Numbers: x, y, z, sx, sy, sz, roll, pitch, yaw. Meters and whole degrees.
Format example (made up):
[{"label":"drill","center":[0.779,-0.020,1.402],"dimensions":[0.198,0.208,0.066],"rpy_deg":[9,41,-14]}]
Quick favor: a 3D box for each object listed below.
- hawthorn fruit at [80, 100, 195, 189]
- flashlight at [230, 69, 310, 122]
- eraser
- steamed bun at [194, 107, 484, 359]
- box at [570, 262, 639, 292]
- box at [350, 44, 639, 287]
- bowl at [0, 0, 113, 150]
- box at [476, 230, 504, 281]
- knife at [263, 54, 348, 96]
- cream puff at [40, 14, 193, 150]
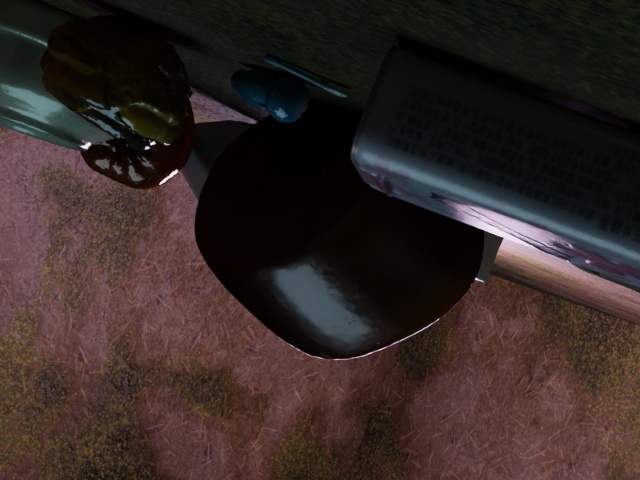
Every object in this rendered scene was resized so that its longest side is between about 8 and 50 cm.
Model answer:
[{"label":"hawthorn fruit","center":[-0.269,-0.169,2.419],"dimensions":[0.179,0.179,0.200],"rpy_deg":[22,-169,2]},{"label":"flashlight","center":[-0.059,-0.167,1.795],"dimensions":[0.051,0.051,0.129],"rpy_deg":[23,-176,-40]},{"label":"eraser","center":[-0.093,-0.065,2.441],"dimensions":[0.189,0.104,0.290],"rpy_deg":[13,-151,-33]},{"label":"steamed bun","center":[0.000,0.000,1.961],"dimensions":[0.235,0.248,0.379],"rpy_deg":[49,163,-31]},{"label":"box","center":[0.380,0.027,1.538],"dimensions":[0.220,0.091,0.274],"rpy_deg":[24,178,-29]},{"label":"box","center":[0.216,-0.039,1.297],"dimensions":[0.369,0.112,0.190],"rpy_deg":[19,178,6]},{"label":"bowl","center":[-0.368,-0.223,2.162],"dimensions":[0.307,0.163,0.307],"rpy_deg":[19,176,1]},{"label":"box","center":[0.102,-0.049,2.300],"dimensions":[0.274,0.116,0.203],"rpy_deg":[23,179,-41]},{"label":"knife","center":[-0.014,-0.170,1.668],"dimensions":[0.096,0.010,0.027],"rpy_deg":[24,179,-12]},{"label":"cream puff","center":[-0.225,-0.186,1.832],"dimensions":[0.189,0.129,0.189],"rpy_deg":[30,-177,-1]}]
